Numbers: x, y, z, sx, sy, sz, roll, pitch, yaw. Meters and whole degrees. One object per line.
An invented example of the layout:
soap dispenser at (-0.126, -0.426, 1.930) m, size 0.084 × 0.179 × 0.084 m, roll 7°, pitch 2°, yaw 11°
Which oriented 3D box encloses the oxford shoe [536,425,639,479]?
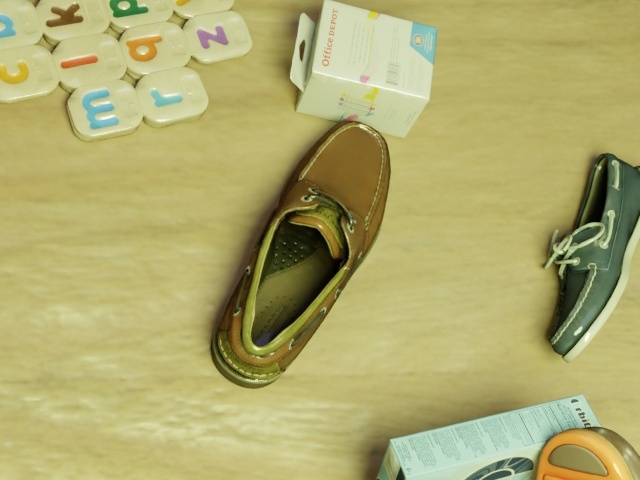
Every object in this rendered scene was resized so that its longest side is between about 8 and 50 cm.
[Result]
oxford shoe at (0.294, 0.293, 0.876) m, size 0.133 × 0.130 × 0.363 m, roll -36°, pitch 113°, yaw -31°

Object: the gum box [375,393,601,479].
gum box at (0.138, 0.211, 0.893) m, size 0.184 × 0.157 × 0.041 m, roll -10°, pitch 51°, yaw -17°

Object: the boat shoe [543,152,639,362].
boat shoe at (0.282, 0.010, 1.044) m, size 0.079 × 0.095 × 0.254 m, roll 33°, pitch 64°, yaw -2°

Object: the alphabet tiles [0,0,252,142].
alphabet tiles at (-0.225, -0.240, 1.055) m, size 0.278 × 0.021 × 0.284 m, roll -16°, pitch 74°, yaw -20°

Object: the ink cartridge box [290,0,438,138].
ink cartridge box at (0.039, -0.182, 1.060) m, size 0.143 × 0.090 × 0.092 m, roll 13°, pitch 66°, yaw -8°

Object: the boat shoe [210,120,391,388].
boat shoe at (0.000, 0.000, 0.971) m, size 0.111 × 0.104 × 0.307 m, roll 25°, pitch 65°, yaw -3°
